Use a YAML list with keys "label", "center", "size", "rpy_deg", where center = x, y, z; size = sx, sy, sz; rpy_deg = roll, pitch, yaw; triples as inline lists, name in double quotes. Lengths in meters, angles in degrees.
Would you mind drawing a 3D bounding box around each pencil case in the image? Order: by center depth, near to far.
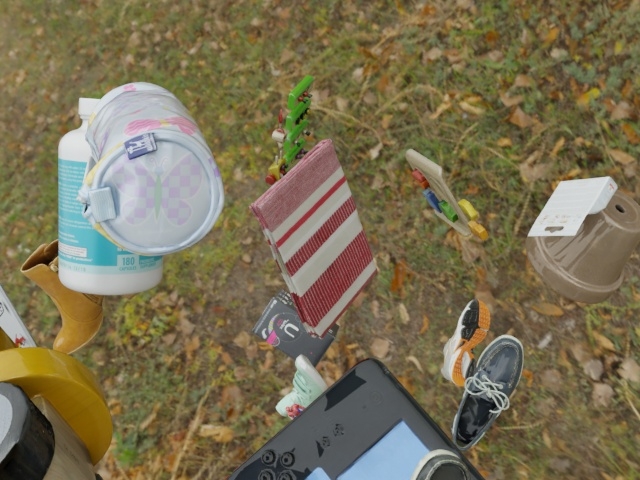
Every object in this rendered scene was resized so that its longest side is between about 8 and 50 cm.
- label: "pencil case"
  center: [-0.177, -0.083, 0.675]
  size: [0.124, 0.114, 0.273]
  rpy_deg: [-23, 28, -7]

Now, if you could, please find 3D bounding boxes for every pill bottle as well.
- label: "pill bottle"
  center: [-0.295, -0.065, 0.942]
  size: [0.146, 0.146, 0.264]
  rpy_deg: [15, 106, 44]

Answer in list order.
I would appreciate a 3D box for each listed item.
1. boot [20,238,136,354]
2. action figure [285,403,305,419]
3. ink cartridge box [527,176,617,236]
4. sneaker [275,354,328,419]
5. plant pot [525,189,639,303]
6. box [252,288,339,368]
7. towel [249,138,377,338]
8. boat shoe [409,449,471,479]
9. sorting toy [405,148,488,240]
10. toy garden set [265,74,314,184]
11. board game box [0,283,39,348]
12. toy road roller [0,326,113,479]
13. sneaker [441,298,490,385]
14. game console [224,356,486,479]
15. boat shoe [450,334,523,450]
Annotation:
- label: "boot"
  center: [-0.536, 0.111, 1.386]
  size: [0.295, 0.211, 0.104]
  rpy_deg: [-40, 40, 16]
- label: "action figure"
  center: [-0.039, 0.403, 1.530]
  size: [0.038, 0.115, 0.030]
  rpy_deg: [-53, 36, 4]
- label: "ink cartridge box"
  center: [0.586, -0.067, 1.544]
  size: [0.179, 0.045, 0.145]
  rpy_deg: [-55, 23, -17]
- label: "sneaker"
  center: [-0.059, 0.425, 1.843]
  size: [0.151, 0.256, 0.094]
  rpy_deg: [-32, 50, -11]
- label: "plant pot"
  center: [0.695, -0.005, 1.686]
  size: [0.229, 0.262, 0.263]
  rpy_deg: [117, 152, -46]
- label: "box"
  center: [-0.088, 0.327, 2.447]
  size: [0.165, 0.270, 0.143]
  rpy_deg: [-58, -2, 14]
- label: "towel"
  center: [0.000, 0.000, 1.301]
  size: [0.037, 0.329, 0.237]
  rpy_deg: [8, 41, 40]
- label: "boat shoe"
  center: [0.120, 0.329, 0.652]
  size: [0.079, 0.083, 0.233]
  rpy_deg: [155, 126, -71]
- label: "sorting toy"
  center: [0.335, -0.112, 1.799]
  size: [0.041, 0.229, 0.307]
  rpy_deg: [-34, 29, -3]
- label: "toy garden set"
  center: [-0.069, -0.273, 1.727]
  size: [0.049, 0.244, 0.204]
  rpy_deg: [23, 47, 13]
- label: "board game box"
  center: [-0.479, 0.200, 1.084]
  size: [0.053, 0.305, 0.193]
  rpy_deg: [-30, 12, -24]
- label: "toy road roller"
  center: [-0.346, 0.210, 0.579]
  size: [0.329, 0.203, 0.241]
  rpy_deg: [-27, 42, -11]
- label: "sneaker"
  center: [0.420, 0.300, 1.992]
  size: [0.263, 0.099, 0.121]
  rpy_deg: [-69, 17, -12]
- label: "game console"
  center: [0.071, 0.410, 0.928]
  size: [0.342, 0.060, 0.386]
  rpy_deg: [-42, 68, -2]
- label: "boat shoe"
  center: [0.333, 0.311, 1.340]
  size: [0.095, 0.079, 0.255]
  rpy_deg: [31, 107, 13]
